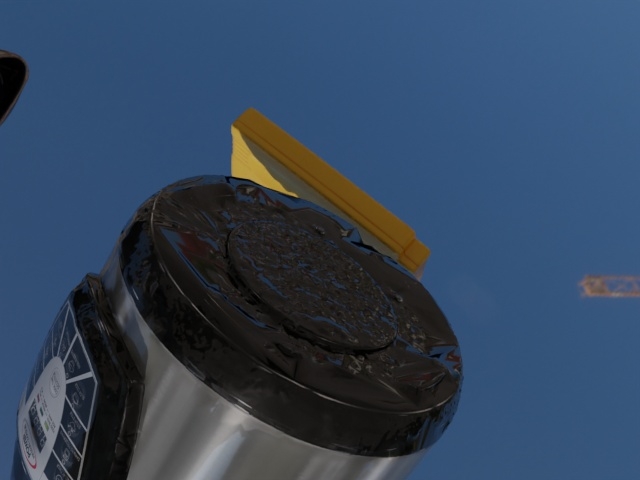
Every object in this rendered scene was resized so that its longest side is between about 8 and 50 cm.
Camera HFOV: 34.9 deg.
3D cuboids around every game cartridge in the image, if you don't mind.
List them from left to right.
[{"bbox_3d":[0.000,0.000,1.328,0.285,0.323,0.052,38,-109,13],"label":"game cartridge"}]

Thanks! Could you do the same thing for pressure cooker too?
[{"bbox_3d":[-0.102,0.196,1.027,0.375,0.420,0.370,35,-154,5],"label":"pressure cooker"}]

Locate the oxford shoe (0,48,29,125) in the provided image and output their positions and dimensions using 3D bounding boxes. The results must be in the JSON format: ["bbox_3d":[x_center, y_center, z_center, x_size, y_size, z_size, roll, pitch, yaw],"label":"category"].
[{"bbox_3d":[-0.429,-0.074,0.988,0.130,0.133,0.363,53,-124,-31],"label":"oxford shoe"}]
